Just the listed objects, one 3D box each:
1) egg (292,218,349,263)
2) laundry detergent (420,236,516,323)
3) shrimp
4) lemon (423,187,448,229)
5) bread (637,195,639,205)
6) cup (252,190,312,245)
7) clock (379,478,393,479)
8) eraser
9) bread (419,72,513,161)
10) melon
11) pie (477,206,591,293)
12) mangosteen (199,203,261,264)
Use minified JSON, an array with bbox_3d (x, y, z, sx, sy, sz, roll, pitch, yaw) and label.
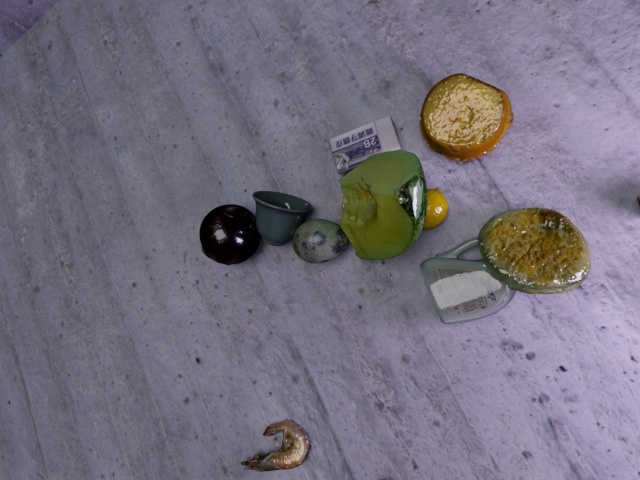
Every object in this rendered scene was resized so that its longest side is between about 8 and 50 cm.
[{"bbox_3d":[0.000,0.000,1.444,0.182,0.141,0.141,-8,80,17],"label":"egg"},{"bbox_3d":[0.440,0.101,1.271,0.281,0.105,0.214,-24,74,18],"label":"laundry detergent"},{"bbox_3d":[-0.150,0.665,1.469,0.251,0.052,0.143,-20,65,11],"label":"shrimp"},{"bbox_3d":[0.318,-0.093,1.346,0.109,0.109,0.133,26,85,23],"label":"lemon"},{"bbox_3d":[0.850,-0.098,1.146,0.077,0.083,0.070,-25,78,17],"label":"bread"},{"bbox_3d":[-0.137,-0.063,1.503,0.199,0.199,0.149,22,110,23],"label":"cup"},{"bbox_3d":[0.242,0.851,1.251,0.310,0.114,0.283,20,89,21],"label":"clock"},{"bbox_3d":[0.144,-0.300,1.465,0.210,0.068,0.124,-19,74,18],"label":"eraser"},{"bbox_3d":[0.411,-0.353,1.325,0.269,0.146,0.267,-2,86,24],"label":"bread"},{"bbox_3d":[0.180,-0.098,1.266,0.344,0.226,0.330,15,90,58],"label":"melon"},{"bbox_3d":[0.554,0.025,1.199,0.278,0.078,0.276,-5,55,7],"label":"pie"},{"bbox_3d":[-0.321,-0.009,1.556,0.250,0.212,0.211,-27,72,44],"label":"mangosteen"}]
